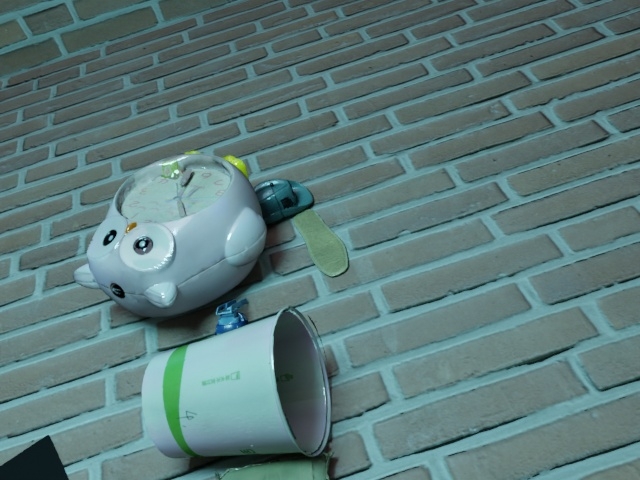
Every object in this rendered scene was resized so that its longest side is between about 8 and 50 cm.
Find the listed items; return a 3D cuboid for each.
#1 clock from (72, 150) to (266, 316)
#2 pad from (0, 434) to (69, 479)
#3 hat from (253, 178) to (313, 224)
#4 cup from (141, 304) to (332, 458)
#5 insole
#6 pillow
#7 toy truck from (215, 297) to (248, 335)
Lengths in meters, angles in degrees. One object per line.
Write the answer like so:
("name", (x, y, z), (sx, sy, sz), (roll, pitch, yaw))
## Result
("clock", (-0.307, 0.009, 1.563), (0.368, 0.250, 0.377), (11, 42, 28))
("pad", (-0.527, 0.499, 1.286), (0.202, 0.005, 0.300), (-34, 44, -17))
("hat", (-0.117, -0.103, 1.746), (0.191, 0.078, 0.138), (-21, 38, -4))
("cup", (-0.142, 0.264, 1.253), (0.274, 0.253, 0.253), (-15, 40, 17))
("insole", (0.000, 0.000, 1.644), (0.081, 0.011, 0.248), (-25, 41, -8))
("pillow", (-0.077, 0.400, 1.192), (0.208, 0.053, 0.119), (-12, 14, 6))
("toy truck", (-0.176, 0.163, 1.497), (0.063, 0.074, 0.136), (-8, 1, 8))
